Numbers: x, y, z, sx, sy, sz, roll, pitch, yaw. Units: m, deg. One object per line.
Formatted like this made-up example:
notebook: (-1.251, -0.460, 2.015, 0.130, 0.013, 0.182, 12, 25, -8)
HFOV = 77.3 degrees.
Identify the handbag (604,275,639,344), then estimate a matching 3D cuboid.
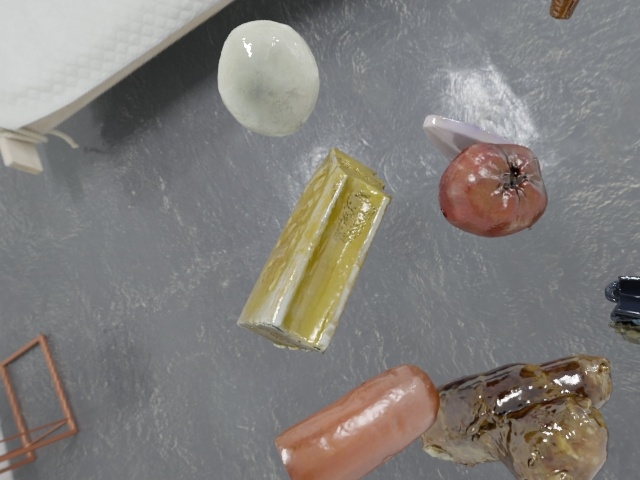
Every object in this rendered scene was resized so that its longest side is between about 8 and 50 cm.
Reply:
handbag: (0.757, 0.169, 0.780, 0.330, 0.303, 0.121, 8, 75, 42)

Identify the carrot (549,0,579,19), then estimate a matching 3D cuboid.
carrot: (0.352, -0.380, 0.541, 0.055, 0.161, 0.055, -3, 63, 7)

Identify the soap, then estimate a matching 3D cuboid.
soap: (0.000, 0.000, 0.487, 0.080, 0.160, 0.257, 31, 68, -16)

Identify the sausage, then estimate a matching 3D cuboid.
sausage: (0.066, 0.281, 0.602, 0.259, 0.113, 0.113, -23, 76, -20)

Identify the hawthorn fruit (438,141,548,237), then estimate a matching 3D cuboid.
hawthorn fruit: (0.308, -0.086, 0.758, 0.185, 0.202, 0.184, 3, 78, -14)

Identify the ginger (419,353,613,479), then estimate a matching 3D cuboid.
ginger: (0.334, 0.360, 0.757, 0.176, 0.254, 0.418, 48, 132, -10)

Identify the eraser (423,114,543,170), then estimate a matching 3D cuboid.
eraser: (0.313, -0.193, 0.861, 0.244, 0.204, 0.059, 21, 91, -25)

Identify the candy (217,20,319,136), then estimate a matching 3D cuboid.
candy: (-0.139, -0.416, 1.050, 0.296, 0.185, 0.295, 5, 116, 11)
